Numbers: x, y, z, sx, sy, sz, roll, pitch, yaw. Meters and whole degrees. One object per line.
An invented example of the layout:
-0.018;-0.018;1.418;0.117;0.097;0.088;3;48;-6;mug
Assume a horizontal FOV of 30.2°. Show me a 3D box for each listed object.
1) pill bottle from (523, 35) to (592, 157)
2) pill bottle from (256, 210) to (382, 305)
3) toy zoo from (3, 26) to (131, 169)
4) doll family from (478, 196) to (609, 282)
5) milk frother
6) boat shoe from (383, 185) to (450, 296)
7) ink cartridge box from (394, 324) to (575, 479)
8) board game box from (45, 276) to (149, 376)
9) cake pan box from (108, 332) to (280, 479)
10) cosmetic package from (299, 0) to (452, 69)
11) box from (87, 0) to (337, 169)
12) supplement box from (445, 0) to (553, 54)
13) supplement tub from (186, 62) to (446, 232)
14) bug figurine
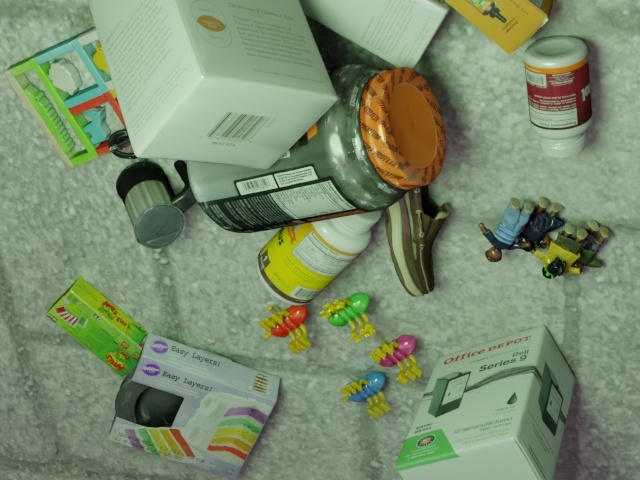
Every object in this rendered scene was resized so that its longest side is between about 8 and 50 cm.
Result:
0.326;-0.195;1.618;0.086;0.086;0.152;0;124;19;pill bottle
0.000;0.000;1.845;0.117;0.117;0.215;38;126;-9;pill bottle
-0.333;-0.236;1.853;0.293;0.030;0.192;-17;117;28;toy zoo
0.330;0.005;1.767;0.193;0.076;0.111;29;132;5;doll family
-0.276;-0.086;1.853;0.143;0.135;0.129;31;107;-37;milk frother
0.150;-0.029;1.791;0.095;0.095;0.257;-8;120;17;boat shoe
0.261;0.281;1.842;0.211;0.289;0.121;-21;111;29;ink cartridge box
-0.395;0.157;2.136;0.181;0.043;0.092;41;126;-11;board game box
-0.234;0.302;2.141;0.267;0.070;0.245;21;126;-9;cake pan box
0.058;-0.340;1.614;0.231;0.085;0.117;31;128;-1;cosmetic package
-0.155;-0.284;1.529;0.215;0.345;0.168;3;147;-41;box
0.195;-0.354;1.561;0.233;0.080;0.078;39;127;-8;supplement box
-0.007;-0.130;1.672;0.338;0.207;0.207;-10;120;36;supplement tub
0.044;0.174;1.972;0.279;0.072;0.216;42;132;-21;bug figurine
